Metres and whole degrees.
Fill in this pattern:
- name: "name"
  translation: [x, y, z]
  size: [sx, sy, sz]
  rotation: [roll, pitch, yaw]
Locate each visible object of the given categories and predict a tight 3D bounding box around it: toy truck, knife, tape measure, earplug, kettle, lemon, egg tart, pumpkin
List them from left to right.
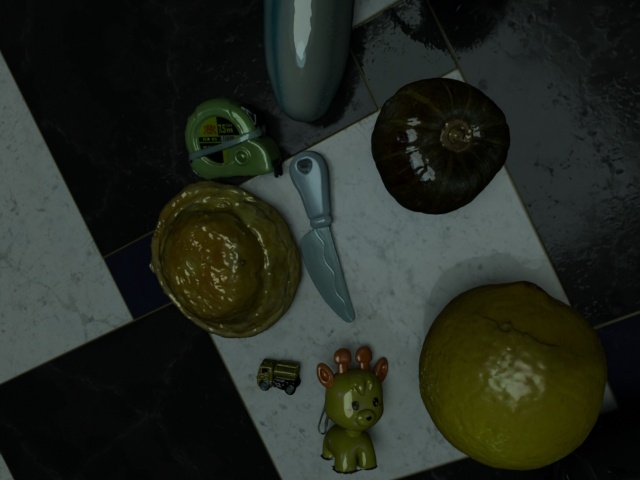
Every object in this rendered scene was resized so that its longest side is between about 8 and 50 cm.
- name: "egg tart"
  translation: [-0.195, 0.045, 0.925]
  size: [0.319, 0.128, 0.318]
  rotation: [3, 100, 15]
- name: "tape measure"
  translation: [-0.169, -0.183, 0.905]
  size: [0.178, 0.087, 0.154]
  rotation: [-5, 109, 15]
- name: "toy truck"
  translation: [-0.083, 0.263, 0.968]
  size: [0.083, 0.049, 0.054]
  rotation: [6, 98, 12]
- name: "earplug"
  translation: [-0.024, -0.359, 0.809]
  size: [0.185, 0.185, 0.323]
  rotation: [7, 104, 12]
- name: "knife"
  translation: [-0.002, 0.000, 0.921]
  size: [0.080, 0.044, 0.331]
  rotation: [-9, 99, 14]
- name: "pumpkin"
  translation: [0.180, -0.150, 0.796]
  size: [0.219, 0.162, 0.218]
  rotation: [-2, 97, -13]
- name: "lemon"
  translation: [0.286, 0.202, 0.760]
  size: [0.293, 0.293, 0.293]
  rotation: [2, 98, 13]
- name: "kettle"
  translation: [0.487, 0.370, 0.754]
  size: [0.290, 0.268, 0.207]
  rotation: [-9, 60, -2]

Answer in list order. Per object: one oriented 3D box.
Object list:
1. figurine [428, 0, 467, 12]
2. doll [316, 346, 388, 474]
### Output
- name: "figurine"
  translation: [0.182, -0.439, 0.702]
  size: [0.175, 0.265, 0.197]
  rotation: [9, 98, -23]
- name: "doll"
  translation: [0.060, 0.306, 0.914]
  size: [0.143, 0.135, 0.220]
  rotation: [-1, 92, -19]
